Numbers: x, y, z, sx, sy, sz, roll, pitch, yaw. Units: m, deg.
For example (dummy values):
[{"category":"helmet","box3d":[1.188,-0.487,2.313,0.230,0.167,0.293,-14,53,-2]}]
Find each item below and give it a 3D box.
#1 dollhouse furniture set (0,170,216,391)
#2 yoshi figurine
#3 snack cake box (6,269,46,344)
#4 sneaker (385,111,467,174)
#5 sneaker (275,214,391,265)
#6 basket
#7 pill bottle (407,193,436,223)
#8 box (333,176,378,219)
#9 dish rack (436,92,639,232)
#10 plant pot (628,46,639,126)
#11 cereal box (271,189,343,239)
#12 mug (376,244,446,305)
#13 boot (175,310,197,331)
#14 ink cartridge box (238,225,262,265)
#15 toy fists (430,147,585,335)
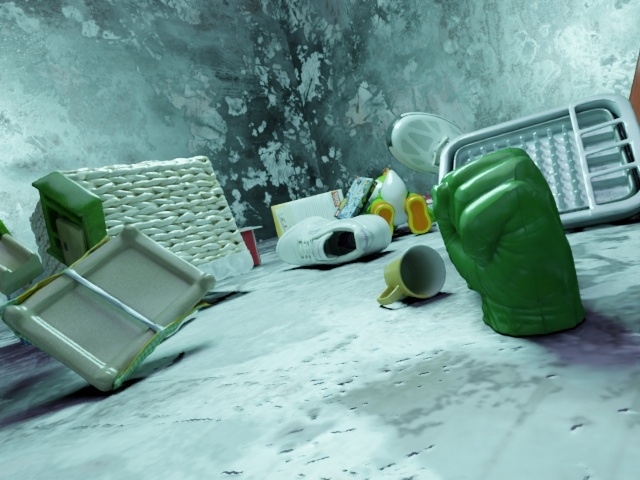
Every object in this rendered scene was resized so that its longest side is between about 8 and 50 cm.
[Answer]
[{"category":"dollhouse furniture set","box3d":[-0.310,0.074,0.608,0.198,0.301,0.151,-49,-14,-44]},{"category":"yoshi figurine","box3d":[0.206,-0.074,1.348,0.203,0.203,0.362,-51,11,13]},{"category":"snack cake box","box3d":[-0.564,0.122,1.080,0.264,0.152,0.089,-18,6,-39]},{"category":"sneaker","box3d":[0.406,-0.218,1.242,0.446,0.169,0.257,20,11,-18]},{"category":"sneaker","box3d":[0.000,0.000,1.055,0.304,0.114,0.152,-11,4,36]},{"category":"basket","box3d":[-0.377,0.009,0.966,0.331,0.267,0.328,-16,-4,-41]},{"category":"pill bottle","box3d":[0.344,-0.101,1.458,0.151,0.086,0.086,-12,5,27]},{"category":"box","box3d":[0.099,-0.114,1.317,0.027,0.137,0.094,31,-2,-28]},{"category":"dish rack","box3d":[0.382,-0.114,0.832,0.332,0.072,0.286,-11,46,30]},{"category":"plant pot","box3d":[0.690,-0.266,0.838,0.271,0.266,0.272,-2,14,1]},{"category":"cereal box","box3d":[-0.026,-0.057,1.528,0.239,0.173,0.047,-13,3,-2]},{"category":"mug","box3d":[0.101,0.041,0.563,0.078,0.062,0.064,-9,-6,-19]},{"category":"boot","box3d":[-0.266,0.123,0.724,0.085,0.069,0.190,-21,-5,7]},{"category":"ink cartridge box","box3d":[-0.354,0.055,1.424,0.309,0.130,0.271,-18,7,-39]},{"category":"toy fists","box3d":[0.166,-0.012,0.462,0.096,0.143,0.279,-13,4,14]}]
